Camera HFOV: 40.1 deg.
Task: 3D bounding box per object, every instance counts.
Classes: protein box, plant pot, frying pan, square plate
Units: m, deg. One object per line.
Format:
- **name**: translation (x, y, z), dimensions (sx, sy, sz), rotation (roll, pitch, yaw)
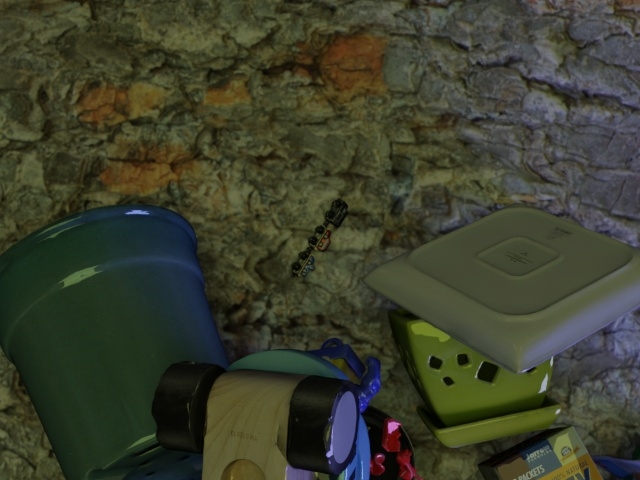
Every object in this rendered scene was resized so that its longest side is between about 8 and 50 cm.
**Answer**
- **protein box**: translation (0.361, 0.408, 1.351), dimensions (0.136, 0.200, 0.201), rotation (-27, 77, -4)
- **plant pot**: translation (-0.278, 0.182, 1.266), dimensions (0.341, 0.341, 0.334), rotation (-27, 64, -4)
- **frying pan**: translation (-0.002, 0.352, 1.440), dimensions (0.326, 0.053, 0.197), rotation (10, 86, 16)
- **square plate**: translation (0.293, 0.041, 1.306), dimensions (0.344, 0.347, 0.049), rotation (-24, 121, -26)
- **plant pot**: translation (0.244, 0.196, 1.381), dimensions (0.228, 0.227, 0.207), rotation (-12, 90, -3)

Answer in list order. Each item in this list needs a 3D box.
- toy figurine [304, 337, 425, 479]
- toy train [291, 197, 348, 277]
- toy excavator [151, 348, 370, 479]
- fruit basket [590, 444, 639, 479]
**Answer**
- **toy figurine**: translation (-0.009, 0.260, 1.376), dimensions (0.363, 0.191, 0.217), rotation (-14, 47, 31)
- **toy train**: translation (0.000, 0.000, 1.496), dimensions (0.036, 0.027, 0.158), rotation (34, 83, -7)
- **toy excavator**: translation (-0.017, 0.354, 1.154), dimensions (0.222, 0.445, 0.432), rotation (2, 88, 21)
- **fruit basket**: translation (0.592, 0.401, 1.288), dimensions (0.327, 0.353, 0.165), rotation (24, 82, 2)
